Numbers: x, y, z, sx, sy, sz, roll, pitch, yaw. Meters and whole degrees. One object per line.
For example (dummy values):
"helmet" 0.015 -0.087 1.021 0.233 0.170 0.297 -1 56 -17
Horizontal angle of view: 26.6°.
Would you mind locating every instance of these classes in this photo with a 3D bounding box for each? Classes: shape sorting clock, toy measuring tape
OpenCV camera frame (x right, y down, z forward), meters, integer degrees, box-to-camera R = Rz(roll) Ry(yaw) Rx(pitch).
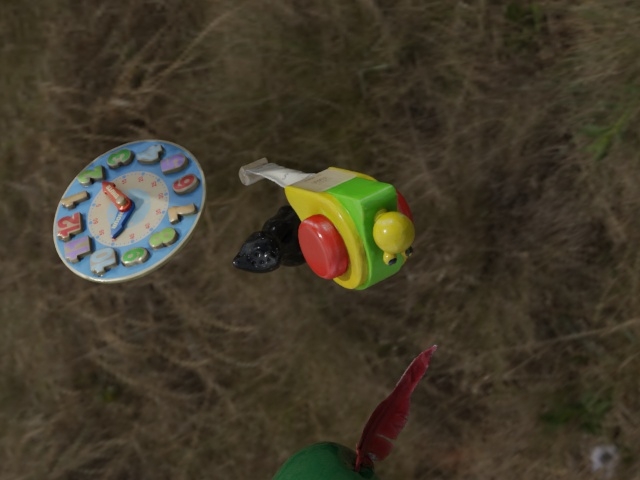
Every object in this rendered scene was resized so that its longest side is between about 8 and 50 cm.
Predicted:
"shape sorting clock" -0.235 -0.040 1.661 0.206 0.040 0.206 -13 56 19
"toy measuring tape" 0.008 -0.017 1.462 0.330 0.121 0.121 18 114 60

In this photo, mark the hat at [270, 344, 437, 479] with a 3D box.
"hat" -0.003 0.168 1.097 0.173 0.208 0.184 -18 65 19

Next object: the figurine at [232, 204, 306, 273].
"figurine" 0.000 0.000 1.962 0.215 0.209 0.092 -8 99 20
